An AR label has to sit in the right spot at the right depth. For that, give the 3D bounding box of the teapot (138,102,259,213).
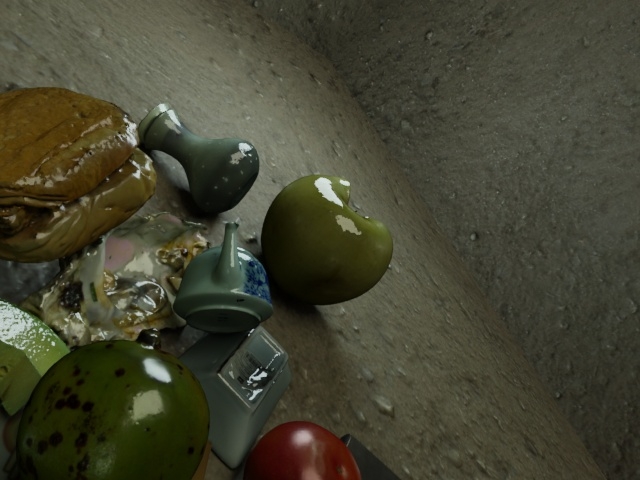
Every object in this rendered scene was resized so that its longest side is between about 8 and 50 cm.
[{"bbox_3d":[-0.266,-0.182,1.073,0.251,0.183,0.183,35,26,0],"label":"teapot"}]

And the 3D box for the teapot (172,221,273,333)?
[{"bbox_3d":[-0.157,0.068,0.815,0.159,0.232,0.159,7,60,-13],"label":"teapot"}]

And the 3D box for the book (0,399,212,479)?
[{"bbox_3d":[-0.272,0.279,0.582,0.295,0.020,0.208,37,29,-23],"label":"book"}]

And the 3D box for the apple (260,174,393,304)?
[{"bbox_3d":[-0.008,0.004,1.098,0.233,0.258,0.295,2,48,-55],"label":"apple"}]

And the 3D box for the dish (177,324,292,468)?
[{"bbox_3d":[-0.130,0.219,0.818,0.182,0.080,0.243,48,27,-3],"label":"dish"}]

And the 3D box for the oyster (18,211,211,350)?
[{"bbox_3d":[-0.304,0.055,0.763,0.354,0.107,0.201,-10,94,-68],"label":"oyster"}]

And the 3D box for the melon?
[{"bbox_3d":[-0.364,0.119,0.516,0.209,0.064,0.118,46,13,-49],"label":"melon"}]

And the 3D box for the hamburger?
[{"bbox_3d":[-0.391,-0.093,0.647,0.318,0.158,0.319,3,34,-2],"label":"hamburger"}]

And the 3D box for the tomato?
[{"bbox_3d":[-0.019,0.362,0.726,0.195,0.136,0.195,37,27,-23],"label":"tomato"}]

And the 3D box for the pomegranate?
[{"bbox_3d":[-0.207,0.227,0.526,0.198,0.198,0.246,-2,68,-58],"label":"pomegranate"}]

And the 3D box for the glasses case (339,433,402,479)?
[{"bbox_3d":[0.098,0.444,0.906,0.190,0.042,0.072,44,33,-9],"label":"glasses case"}]
